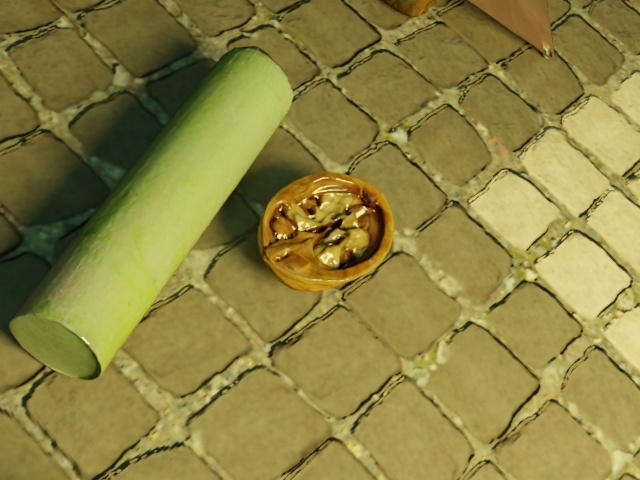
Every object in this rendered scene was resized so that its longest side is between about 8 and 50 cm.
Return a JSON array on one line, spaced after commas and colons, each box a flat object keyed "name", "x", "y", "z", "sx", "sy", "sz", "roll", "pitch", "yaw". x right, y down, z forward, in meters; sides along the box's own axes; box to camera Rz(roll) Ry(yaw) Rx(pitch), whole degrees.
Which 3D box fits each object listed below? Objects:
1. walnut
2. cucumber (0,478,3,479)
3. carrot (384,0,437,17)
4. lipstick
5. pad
[{"name": "walnut", "x": 0.000, "y": 0.000, "z": 0.730, "sx": 0.121, "sy": 0.052, "sz": 0.091, "roll": -26, "pitch": 72, "yaw": -30}, {"name": "cucumber", "x": -0.173, "y": 0.197, "z": 0.527, "sx": 0.116, "sy": 0.062, "sz": 0.115, "roll": 26, "pitch": 51, "yaw": 6}, {"name": "carrot", "x": -0.018, "y": -0.344, "z": 0.943, "sx": 0.342, "sy": 0.070, "sz": 0.070, "roll": 39, "pitch": 53, "yaw": 8}, {"name": "lipstick", "x": -0.110, "y": -0.034, "z": 0.696, "sx": 0.076, "sy": 0.076, "sz": 0.304, "roll": 30, "pitch": 52, "yaw": -1}, {"name": "pad", "x": 0.172, "y": -0.266, "z": 0.966, "sx": 0.187, "sy": 0.006, "sz": 0.113, "roll": 26, "pitch": 48, "yaw": -27}]
